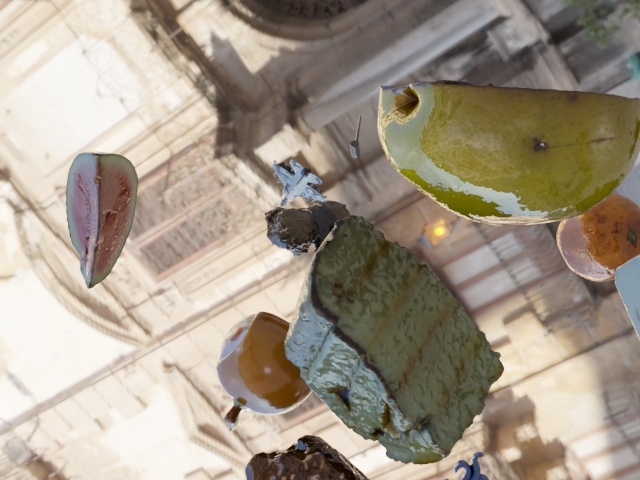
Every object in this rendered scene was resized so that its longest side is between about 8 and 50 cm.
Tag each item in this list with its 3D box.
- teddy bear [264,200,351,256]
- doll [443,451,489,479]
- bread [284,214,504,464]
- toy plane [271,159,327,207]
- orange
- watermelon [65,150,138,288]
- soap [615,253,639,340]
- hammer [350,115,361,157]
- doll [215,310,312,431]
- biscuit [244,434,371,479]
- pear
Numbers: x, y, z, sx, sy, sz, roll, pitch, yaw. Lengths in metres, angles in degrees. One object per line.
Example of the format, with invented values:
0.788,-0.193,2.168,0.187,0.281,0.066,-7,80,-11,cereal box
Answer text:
0.008,-0.019,1.768,0.251,0.129,0.182,13,-170,-34,teddy bear
0.311,0.553,1.908,0.110,0.206,0.067,15,-171,3,doll
0.080,0.172,1.466,0.395,0.264,0.239,47,-124,-8,bread
-0.062,-0.135,2.164,0.160,0.234,0.082,34,-110,-5,toy plane
0.805,-0.012,2.486,0.261,0.261,0.261,45,-152,-32,orange
-0.467,-0.074,1.784,0.128,0.303,0.159,18,-151,10,watermelon
0.651,0.171,1.484,0.208,0.115,0.347,122,130,-66,soap
0.081,-0.227,1.872,0.035,0.019,0.110,78,-162,-50,hammer
-0.114,0.263,1.673,0.213,0.213,0.236,41,-106,-38,doll
0.076,0.528,1.570,0.395,0.166,0.342,36,173,37,biscuit
0.269,-0.116,1.236,0.386,0.340,0.191,-1,-84,-22,pear
